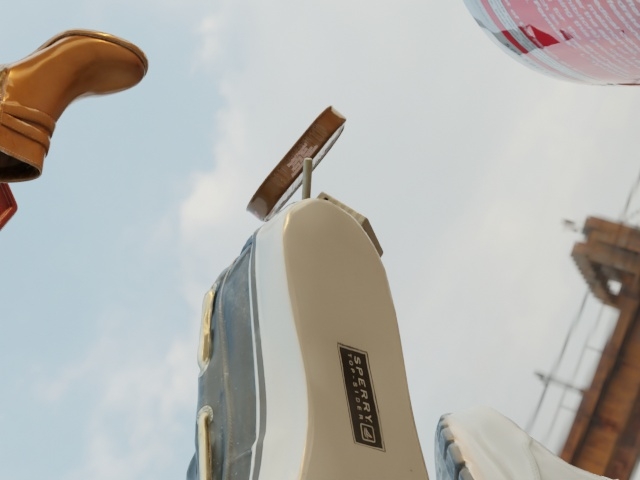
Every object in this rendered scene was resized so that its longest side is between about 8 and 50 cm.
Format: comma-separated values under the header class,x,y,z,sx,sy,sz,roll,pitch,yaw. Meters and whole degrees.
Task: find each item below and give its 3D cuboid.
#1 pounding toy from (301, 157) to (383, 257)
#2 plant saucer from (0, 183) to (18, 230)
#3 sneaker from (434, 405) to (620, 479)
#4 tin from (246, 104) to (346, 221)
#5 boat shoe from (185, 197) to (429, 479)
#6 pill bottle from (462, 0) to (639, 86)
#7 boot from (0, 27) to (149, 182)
class,x,y,z,sx,sy,sz,roll,pitch,yaw
pounding toy,0.000,0.000,1.436,0.130,0.100,0.141,-53,-25,-11
plant saucer,-0.540,-0.078,1.731,0.258,0.047,0.259,-66,-34,-53
sneaker,0.156,0.180,0.563,0.129,0.297,0.111,-21,-48,-20
tin,-0.031,-0.104,1.630,0.190,0.040,0.106,-51,-8,-9
boat shoe,-0.007,0.089,0.418,0.077,0.070,0.219,28,-138,-32
pill bottle,0.230,-0.197,0.642,0.407,0.229,0.229,-145,71,-76
boot,-0.248,-0.115,1.058,0.073,0.197,0.152,94,168,-45
